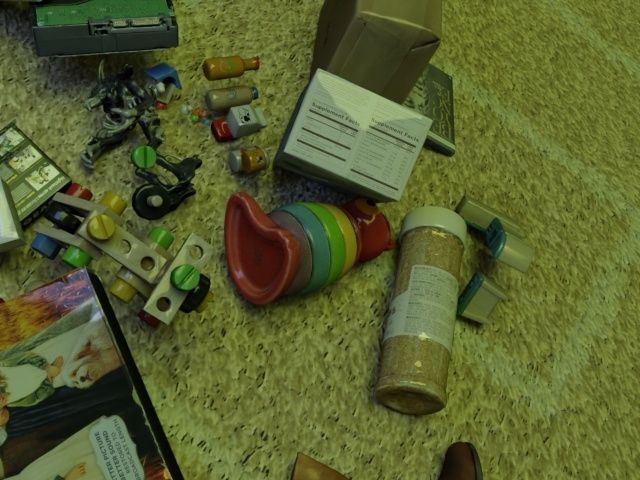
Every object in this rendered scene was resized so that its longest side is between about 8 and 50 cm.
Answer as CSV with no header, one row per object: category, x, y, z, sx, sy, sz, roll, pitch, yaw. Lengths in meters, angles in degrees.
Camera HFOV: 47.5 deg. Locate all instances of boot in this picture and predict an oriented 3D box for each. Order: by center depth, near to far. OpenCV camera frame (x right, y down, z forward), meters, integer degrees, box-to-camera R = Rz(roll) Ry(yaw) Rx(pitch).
boot,0.089,0.386,1.097,0.280,0.096,0.264,22,63,1

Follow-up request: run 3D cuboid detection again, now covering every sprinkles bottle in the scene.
sprinkles bottle,0.176,0.112,1.247,0.121,0.121,0.355,20,56,-9

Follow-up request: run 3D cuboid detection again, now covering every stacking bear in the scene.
stacking bear,0.000,0.000,1.227,0.289,0.164,0.175,-14,42,-39

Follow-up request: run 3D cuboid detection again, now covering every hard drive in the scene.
hard drive,-0.399,-0.440,1.307,0.237,0.064,0.339,-10,44,-17

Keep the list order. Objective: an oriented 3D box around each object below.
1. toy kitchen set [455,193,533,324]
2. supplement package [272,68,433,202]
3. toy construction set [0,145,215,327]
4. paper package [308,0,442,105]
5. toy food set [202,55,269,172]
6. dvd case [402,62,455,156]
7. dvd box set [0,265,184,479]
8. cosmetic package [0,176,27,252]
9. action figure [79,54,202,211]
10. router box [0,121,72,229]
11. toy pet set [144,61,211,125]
toy kitchen set,0.293,0.033,1.377,0.122,0.166,0.207,28,19,-5
supplement package,0.043,-0.168,1.255,0.204,0.262,0.145,23,88,-8
toy construction set,-0.292,0.043,1.004,0.309,0.237,0.257,-32,107,-24
paper package,0.104,-0.414,1.413,0.168,0.309,0.324,17,56,-13
toy food set,-0.132,-0.222,1.329,0.105,0.111,0.232,-16,69,-28
dvd case,0.220,-0.300,1.540,0.165,0.018,0.221,24,54,-28
dvd box set,-0.408,0.253,0.856,0.420,0.062,0.307,-25,78,-4
cosmetic package,-0.553,-0.005,1.028,0.239,0.060,0.098,-18,81,-13
action figure,-0.319,-0.179,1.207,0.141,0.164,0.275,-33,82,-38
router box,-0.496,-0.077,1.119,0.133,0.046,0.179,44,66,-1
toy pet set,-0.260,-0.271,1.314,0.114,0.065,0.122,37,15,36
